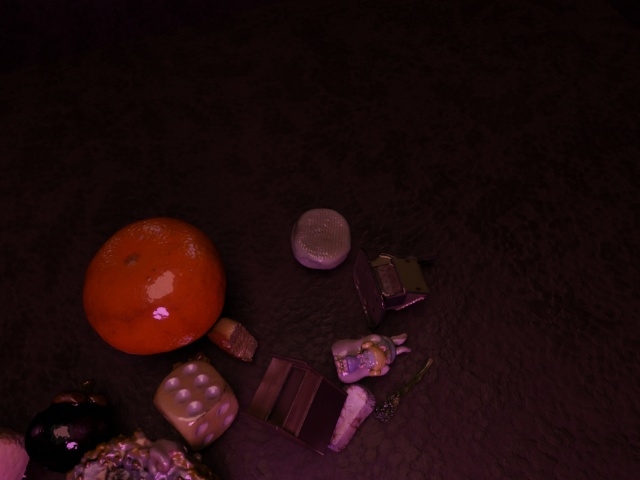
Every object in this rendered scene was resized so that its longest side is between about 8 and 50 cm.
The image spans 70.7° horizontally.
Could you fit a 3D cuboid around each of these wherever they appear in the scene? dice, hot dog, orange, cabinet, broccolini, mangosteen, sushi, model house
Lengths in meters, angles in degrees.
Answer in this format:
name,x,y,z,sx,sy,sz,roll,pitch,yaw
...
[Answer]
name,x,y,z,sx,sy,sz,roll,pitch,yaw
dice,-0.337,0.444,1.227,0.169,0.169,0.166,31,52,28
hot dog,0.069,0.485,1.254,0.108,0.059,0.191,32,73,30
orange,-0.478,0.136,1.344,0.425,0.326,0.423,-10,53,13
cabinet,-0.067,0.427,1.189,0.148,0.215,0.174,2,56,40
broccolini,0.244,0.422,1.283,0.239,0.054,0.051,-38,50,-19
mangosteen,-0.669,0.496,1.230,0.212,0.211,0.249,2,51,6
sushi,-0.429,0.663,1.094,0.397,0.240,0.351,20,63,12
model house,0.264,0.125,1.374,0.279,0.204,0.218,-10,61,-10

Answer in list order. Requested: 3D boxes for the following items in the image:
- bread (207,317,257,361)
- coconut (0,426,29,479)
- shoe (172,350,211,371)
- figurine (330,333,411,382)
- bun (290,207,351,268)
name,x,y,z,sx,sy,sz,roll,pitch,yaw
bread,-0.268,0.296,1.346,0.125,0.156,0.086,6,53,39
coconut,-0.923,0.628,1.135,0.298,0.297,0.309,8,66,9
shoe,-0.384,0.378,1.346,0.109,0.072,0.069,-19,99,-1
figurine,0.154,0.322,1.287,0.236,0.155,0.127,-14,70,-5
bun,0.000,0.003,1.505,0.222,0.108,0.221,2,59,-4
